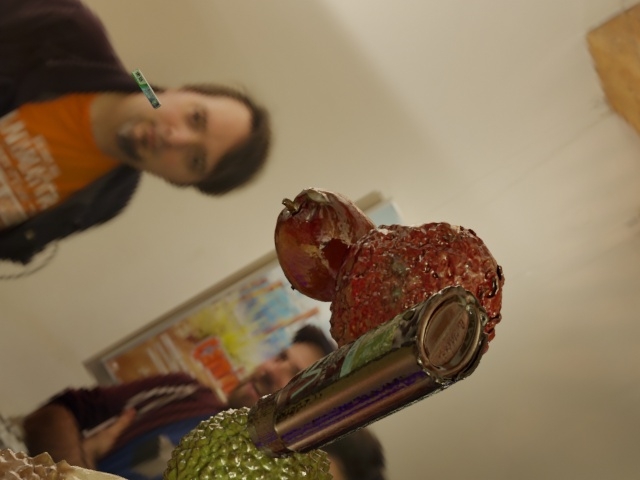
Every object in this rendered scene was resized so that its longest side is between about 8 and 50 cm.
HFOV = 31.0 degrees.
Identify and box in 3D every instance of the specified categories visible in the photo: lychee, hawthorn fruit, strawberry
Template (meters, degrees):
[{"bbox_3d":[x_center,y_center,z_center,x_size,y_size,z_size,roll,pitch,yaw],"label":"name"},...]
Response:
[{"bbox_3d":[-0.111,0.386,1.704,0.270,0.270,0.319,-126,-152,-69],"label":"lychee"},{"bbox_3d":[0.000,0.000,1.975,0.202,0.185,0.185,51,2,-27],"label":"hawthorn fruit"},{"bbox_3d":[0.136,0.108,1.735,0.274,0.274,0.220,60,37,-23],"label":"strawberry"}]

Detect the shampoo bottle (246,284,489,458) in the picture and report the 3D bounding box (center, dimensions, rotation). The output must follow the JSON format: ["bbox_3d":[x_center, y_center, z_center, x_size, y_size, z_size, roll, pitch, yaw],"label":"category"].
[{"bbox_3d":[0.036,0.153,1.230,0.084,0.129,0.323,46,-43,-9],"label":"shampoo bottle"}]

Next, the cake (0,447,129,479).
[{"bbox_3d":[-0.243,0.306,0.802,0.255,0.290,0.282,-114,-149,-61],"label":"cake"}]

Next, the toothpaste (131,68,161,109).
[{"bbox_3d":[-0.338,-0.294,2.246,0.083,0.017,0.020,57,3,2],"label":"toothpaste"}]
